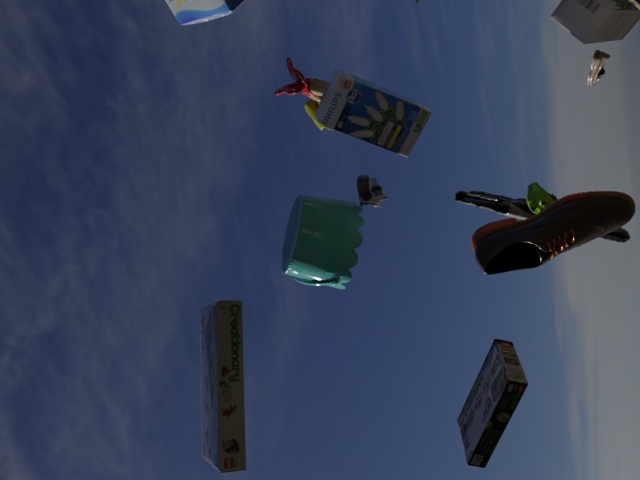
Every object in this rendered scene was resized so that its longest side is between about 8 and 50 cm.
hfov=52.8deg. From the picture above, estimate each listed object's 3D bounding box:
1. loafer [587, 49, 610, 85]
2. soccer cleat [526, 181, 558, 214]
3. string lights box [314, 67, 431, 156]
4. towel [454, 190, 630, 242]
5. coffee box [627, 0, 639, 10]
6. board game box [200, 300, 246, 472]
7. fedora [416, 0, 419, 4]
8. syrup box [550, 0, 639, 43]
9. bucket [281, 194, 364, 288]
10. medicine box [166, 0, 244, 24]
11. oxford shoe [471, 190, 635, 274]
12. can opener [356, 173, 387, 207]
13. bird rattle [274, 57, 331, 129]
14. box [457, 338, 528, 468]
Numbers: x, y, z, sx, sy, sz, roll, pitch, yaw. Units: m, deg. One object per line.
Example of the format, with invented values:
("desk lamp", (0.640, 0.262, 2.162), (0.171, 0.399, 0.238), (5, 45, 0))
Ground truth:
("loafer", (0.711, -0.435, 1.650), (0.045, 0.039, 0.125), (-62, -24, -16))
("soccer cleat", (0.482, -0.052, 1.315), (0.179, 0.060, 0.072), (40, -140, -26))
("string lights box", (0.132, -0.322, 1.639), (0.260, 0.133, 0.076), (17, -154, -19))
("towel", (0.530, -0.072, 1.587), (0.312, 0.325, 0.056), (-139, 62, -74))
("coffee box", (0.513, -0.476, 1.049), (0.297, 0.119, 0.168), (-3, -131, -54))
("board game box", (-0.193, 0.276, 1.250), (0.053, 0.193, 0.305), (1, -100, -20))
("fedora", (0.196, -0.639, 1.488), (0.194, 0.079, 0.194), (0, -90, -87))
("syrup box", (0.572, -0.467, 1.308), (0.237, 0.096, 0.093), (-22, -117, -45))
("bucket", (0.000, 0.000, 1.899), (0.281, 0.183, 0.280), (-167, 90, -79))
("medicine box", (-0.225, -0.616, 1.240), (0.263, 0.149, 0.289), (-59, -46, -34))
("oxford shoe", (0.394, -0.002, 1.083), (0.096, 0.272, 0.098), (59, -159, -27))
("can opener", (0.138, -0.146, 1.789), (0.280, 0.074, 0.093), (-78, -22, -80))
("bird rattle", (0.014, -0.401, 1.738), (0.253, 0.207, 0.143), (34, -103, -61))
("box", (0.302, 0.291, 1.150), (0.114, 0.036, 0.206), (-87, 10, -60))
